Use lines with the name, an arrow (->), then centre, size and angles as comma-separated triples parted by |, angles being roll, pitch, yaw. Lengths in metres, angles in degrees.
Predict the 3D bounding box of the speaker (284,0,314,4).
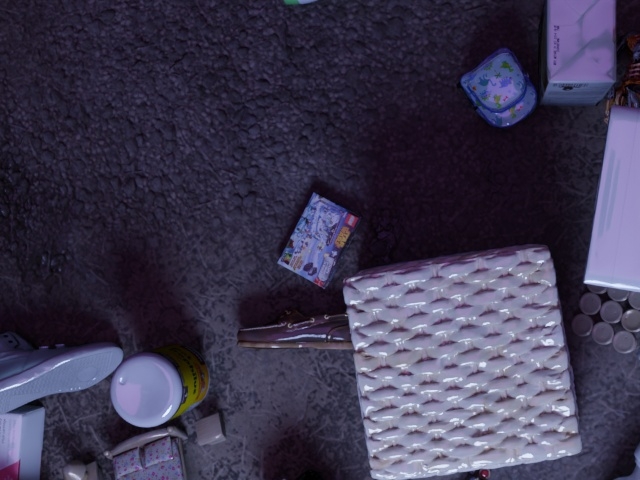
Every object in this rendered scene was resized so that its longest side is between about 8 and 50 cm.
speaker -> 0.066, -0.486, 1.622 | 0.296, 0.131, 0.131 | -17, 86, 9

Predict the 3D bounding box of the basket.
basket -> 0.222, 0.181, 1.515 | 0.331, 0.266, 0.328 | -9, 87, 8

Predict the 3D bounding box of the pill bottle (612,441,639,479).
pill bottle -> 0.493, 0.489, 1.488 | 0.210, 0.210, 0.363 | 26, 93, 9

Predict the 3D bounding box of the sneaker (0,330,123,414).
sneaker -> -0.482, 0.194, 1.722 | 0.256, 0.094, 0.151 | -17, 47, -16

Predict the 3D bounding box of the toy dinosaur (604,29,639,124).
toy dinosaur -> 0.573, -0.290, 1.523 | 0.218, 0.164, 0.322 | 34, 99, 24

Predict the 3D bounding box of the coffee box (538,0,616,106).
coffee box -> 0.385, -0.288, 1.500 | 0.098, 0.246, 0.141 | 1, 90, 10

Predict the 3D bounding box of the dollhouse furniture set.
dollhouse furniture set -> -0.317, 0.455, 1.586 | 0.355, 0.174, 0.303 | -23, 57, 11

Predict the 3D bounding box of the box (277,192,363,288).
box -> 0.000, 0.000, 1.674 | 0.094, 0.027, 0.137 | 29, 94, 11

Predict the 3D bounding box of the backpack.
backpack -> 0.292, -0.240, 1.599 | 0.105, 0.084, 0.114 | -35, 86, 10

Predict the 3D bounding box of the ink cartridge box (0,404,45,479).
ink cartridge box -> -0.619, 0.371, 1.739 | 0.237, 0.100, 0.172 | 4, 89, 10

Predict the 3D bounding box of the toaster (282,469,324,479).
toaster -> -0.013, 0.466, 1.598 | 0.110, 0.168, 0.185 | -45, 83, 7

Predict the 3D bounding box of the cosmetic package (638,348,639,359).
cosmetic package -> 0.703, 0.084, 1.400 | 0.394, 0.327, 0.329 | 15, 92, 11

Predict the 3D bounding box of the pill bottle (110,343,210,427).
pill bottle -> -0.252, 0.232, 1.619 | 0.117, 0.215, 0.117 | 0, 89, 10

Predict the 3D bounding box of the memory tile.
memory tile -> 0.470, 0.096, 1.577 | 0.113, 0.012, 0.148 | 21, 94, 36

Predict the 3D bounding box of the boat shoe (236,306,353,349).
boat shoe -> -0.038, 0.147, 1.659 | 0.207, 0.073, 0.073 | -1, 87, 3

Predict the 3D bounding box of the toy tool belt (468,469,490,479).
toy tool belt -> 0.250, 0.408, 1.612 | 0.052, 0.051, 0.083 | 34, 94, 9

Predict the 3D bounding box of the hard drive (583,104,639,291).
hard drive -> 0.528, -0.032, 1.245 | 0.353, 0.047, 0.233 | 9, 90, 12
